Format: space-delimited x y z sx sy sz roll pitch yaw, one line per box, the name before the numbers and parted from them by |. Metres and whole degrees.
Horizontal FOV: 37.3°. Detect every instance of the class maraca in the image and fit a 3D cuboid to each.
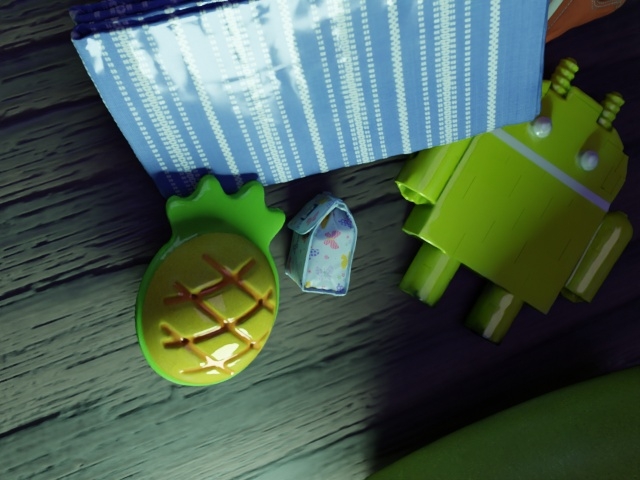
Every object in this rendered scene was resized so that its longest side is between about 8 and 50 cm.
maraca | -0.091 0.037 0.804 0.127 0.099 0.185 5 103 -31

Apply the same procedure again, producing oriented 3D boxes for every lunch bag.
lunch bag | 0.000 0.000 0.845 0.053 0.071 0.083 10 99 -16

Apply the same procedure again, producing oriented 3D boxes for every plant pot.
plant pot | 0.194 0.267 0.880 0.294 0.275 0.274 -7 103 -1

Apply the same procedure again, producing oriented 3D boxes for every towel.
towel | 0.010 -0.131 0.719 0.336 0.243 0.040 -13 61 3

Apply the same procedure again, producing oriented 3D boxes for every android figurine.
android figurine | 0.193 -0.041 0.912 0.248 0.056 0.272 32 91 -21

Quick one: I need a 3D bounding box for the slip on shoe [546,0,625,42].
slip on shoe | 0.226 -0.232 0.856 0.331 0.123 0.101 -48 116 -11
